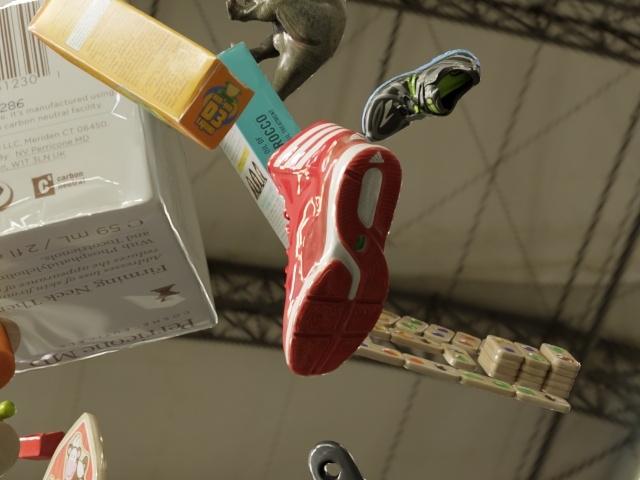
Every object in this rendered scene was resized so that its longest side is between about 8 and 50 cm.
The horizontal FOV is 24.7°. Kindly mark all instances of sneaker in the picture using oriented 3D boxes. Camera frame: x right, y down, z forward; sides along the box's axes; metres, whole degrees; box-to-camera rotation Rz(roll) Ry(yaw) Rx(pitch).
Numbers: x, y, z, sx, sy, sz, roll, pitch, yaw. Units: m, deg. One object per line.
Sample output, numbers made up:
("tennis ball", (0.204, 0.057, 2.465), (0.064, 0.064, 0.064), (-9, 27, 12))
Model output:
("sneaker", (0.000, 0.000, 1.287), (0.087, 0.128, 0.221), (7, -68, -32))
("sneaker", (0.139, -0.198, 2.026), (0.188, 0.078, 0.067), (-31, -61, 7))

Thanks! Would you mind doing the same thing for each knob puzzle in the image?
("knob puzzle", (-0.239, 0.250, 1.320), (0.030, 0.213, 0.213), (16, -69, -24))

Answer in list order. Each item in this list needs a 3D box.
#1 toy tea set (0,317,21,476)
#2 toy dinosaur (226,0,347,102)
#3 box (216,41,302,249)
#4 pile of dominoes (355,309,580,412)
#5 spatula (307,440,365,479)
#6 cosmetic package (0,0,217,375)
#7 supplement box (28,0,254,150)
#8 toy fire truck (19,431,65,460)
("toy tea set", (-0.458, 0.211, 1.613), (0.336, 0.124, 0.200), (-37, -47, -6))
("toy dinosaur", (-0.029, -0.284, 1.796), (0.121, 0.160, 0.313), (76, -163, -51))
("box", (-0.050, -0.086, 1.586), (0.060, 0.244, 0.100), (-30, -7, -17))
("pile of dominoes", (0.136, 0.101, 1.497), (0.251, 0.196, 0.040), (17, -79, -11))
("spatula", (0.072, 0.253, 0.894), (0.084, 0.296, 0.030), (-28, 3, 18))
("cosmetic package", (-0.338, -0.068, 1.793), (0.329, 0.327, 0.394), (-14, -24, 1))
("supplement box", (-0.178, -0.178, 1.432), (0.080, 0.233, 0.078), (-57, -33, -4))
("toy fire truck", (-0.301, 0.314, 1.852), (0.192, 0.047, 0.135), (16, -112, -52))
